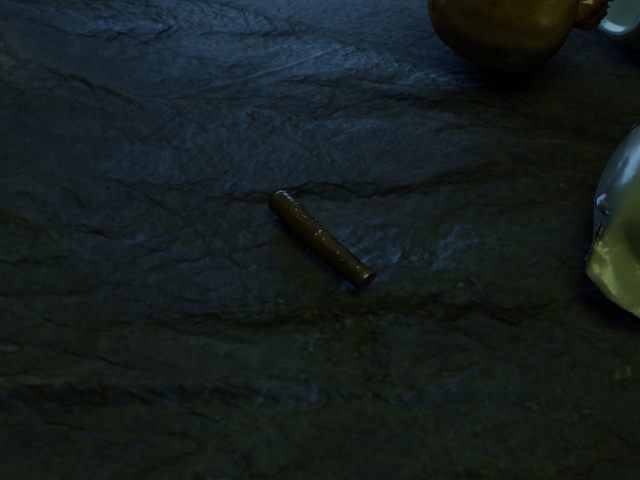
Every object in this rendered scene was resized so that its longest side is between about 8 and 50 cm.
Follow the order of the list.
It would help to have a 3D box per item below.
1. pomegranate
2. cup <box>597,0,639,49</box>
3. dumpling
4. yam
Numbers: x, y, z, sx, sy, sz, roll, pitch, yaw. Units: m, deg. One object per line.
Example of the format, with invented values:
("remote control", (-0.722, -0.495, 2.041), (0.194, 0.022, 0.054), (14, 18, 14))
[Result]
("pomegranate", (0.235, -0.311, 1.367), (0.207, 0.207, 0.207), (6, 47, -6))
("cup", (0.462, -0.382, 1.484), (0.202, 0.173, 0.255), (-13, 52, -24))
("dumpling", (0.407, -0.024, 1.178), (0.227, 0.243, 0.175), (35, 8, -2))
("yam", (0.000, 0.000, 1.133), (0.032, 0.032, 0.145), (-30, 58, -32))
